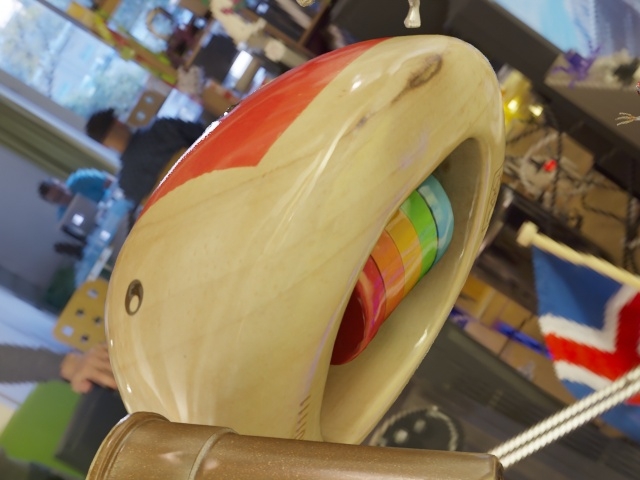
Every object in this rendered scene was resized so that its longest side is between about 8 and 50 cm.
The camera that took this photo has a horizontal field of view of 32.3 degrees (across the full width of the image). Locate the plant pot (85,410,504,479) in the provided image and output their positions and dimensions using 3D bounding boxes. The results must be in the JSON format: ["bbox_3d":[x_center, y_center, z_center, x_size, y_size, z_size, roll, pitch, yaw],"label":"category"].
[{"bbox_3d":[-0.001,0.157,0.480,0.167,0.165,0.167,-2,-90,-79],"label":"plant pot"}]

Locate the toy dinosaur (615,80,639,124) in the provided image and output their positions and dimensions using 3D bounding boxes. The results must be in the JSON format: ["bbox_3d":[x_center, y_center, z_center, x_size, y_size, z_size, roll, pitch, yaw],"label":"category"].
[{"bbox_3d":[0.348,-0.128,1.112,0.090,0.047,0.082,-19,79,33],"label":"toy dinosaur"}]

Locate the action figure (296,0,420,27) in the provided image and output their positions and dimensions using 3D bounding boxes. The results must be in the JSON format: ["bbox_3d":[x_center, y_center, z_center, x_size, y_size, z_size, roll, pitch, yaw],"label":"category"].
[{"bbox_3d":[0.041,-0.523,1.710,0.178,0.341,0.330,-43,-32,-48],"label":"action figure"}]

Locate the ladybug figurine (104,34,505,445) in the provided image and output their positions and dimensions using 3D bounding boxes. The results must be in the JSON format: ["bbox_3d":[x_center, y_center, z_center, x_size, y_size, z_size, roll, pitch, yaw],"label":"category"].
[{"bbox_3d":[0.000,0.000,0.792,0.449,0.162,0.305,-41,-35,-52],"label":"ladybug figurine"}]
